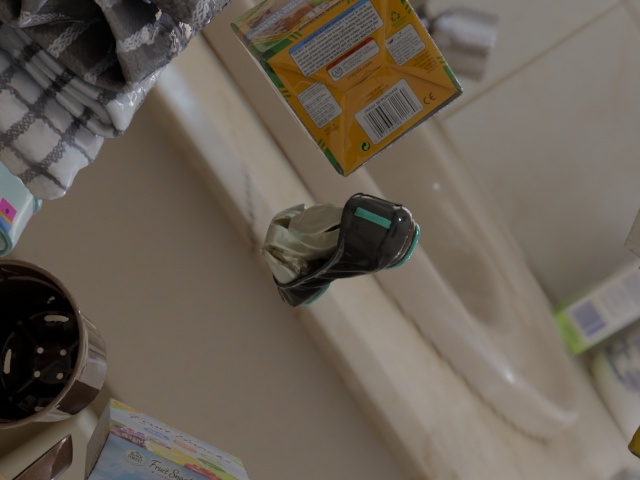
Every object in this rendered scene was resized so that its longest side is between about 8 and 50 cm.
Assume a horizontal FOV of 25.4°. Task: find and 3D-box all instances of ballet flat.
[{"bbox_3d":[0.000,0.000,1.493,0.096,0.280,0.095,27,65,-19],"label":"ballet flat"}]

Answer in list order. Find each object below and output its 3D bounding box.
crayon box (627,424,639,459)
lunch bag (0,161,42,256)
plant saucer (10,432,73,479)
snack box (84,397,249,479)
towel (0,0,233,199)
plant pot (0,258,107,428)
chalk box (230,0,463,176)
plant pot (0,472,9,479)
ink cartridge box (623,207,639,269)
[{"bbox_3d":[0.453,0.084,1.013,0.313,0.363,0.106,32,-1,29],"label":"crayon box"},{"bbox_3d":[-0.459,-0.066,1.564,0.224,0.279,0.108,58,40,-37],"label":"lunch bag"},{"bbox_3d":[-0.311,0.259,1.436,0.029,0.168,0.168,51,13,-2],"label":"plant saucer"},{"bbox_3d":[-0.168,0.253,1.561,0.174,0.070,0.207,27,-2,-10],"label":"snack box"},{"bbox_3d":[-0.119,-0.186,0.613,0.235,0.121,0.284,48,28,-15],"label":"towel"},{"bbox_3d":[-0.297,0.115,1.444,0.167,0.167,0.165,60,1,14],"label":"plant pot"},{"bbox_3d":[0.018,-0.229,1.722,0.179,0.180,0.289,54,0,-23],"label":"chalk box"},{"bbox_3d":[-0.223,0.255,0.874,0.236,0.032,0.236,6,90,-76],"label":"plant pot"},{"bbox_3d":[0.420,-0.023,1.617,0.090,0.092,0.143,40,-36,25],"label":"ink cartridge box"}]
